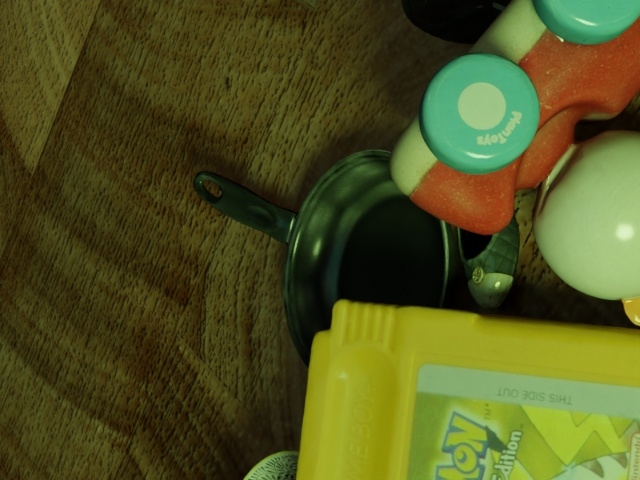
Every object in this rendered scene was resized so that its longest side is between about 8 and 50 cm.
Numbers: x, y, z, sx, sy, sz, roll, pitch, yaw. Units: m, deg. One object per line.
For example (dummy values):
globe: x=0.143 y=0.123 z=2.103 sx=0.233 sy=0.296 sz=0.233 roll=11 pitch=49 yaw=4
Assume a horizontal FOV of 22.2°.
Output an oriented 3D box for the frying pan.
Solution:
frying pan: x=0.000 y=0.029 z=1.358 sx=0.326 sy=0.053 sz=0.197 roll=-4 pitch=80 yaw=51

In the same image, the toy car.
toy car: x=0.190 y=-0.054 z=1.089 sx=0.210 sy=0.238 sz=0.219 roll=-49 pitch=-2 yaw=-7

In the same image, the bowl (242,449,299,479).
bowl: x=0.004 y=0.253 z=1.290 sx=0.170 sy=0.080 sz=0.170 roll=-12 pitch=74 yaw=48

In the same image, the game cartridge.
game cartridge: x=0.122 y=0.193 z=1.121 sx=0.324 sy=0.053 sz=0.285 roll=4 pitch=86 yaw=31

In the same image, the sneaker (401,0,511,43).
sneaker: x=0.156 y=-0.280 z=1.218 sx=0.281 sy=0.106 sz=0.162 roll=-55 pitch=13 yaw=51

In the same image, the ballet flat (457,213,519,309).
ballet flat: x=0.115 y=-0.032 z=1.236 sx=0.057 sy=0.049 sz=0.173 roll=-22 pitch=67 yaw=46
